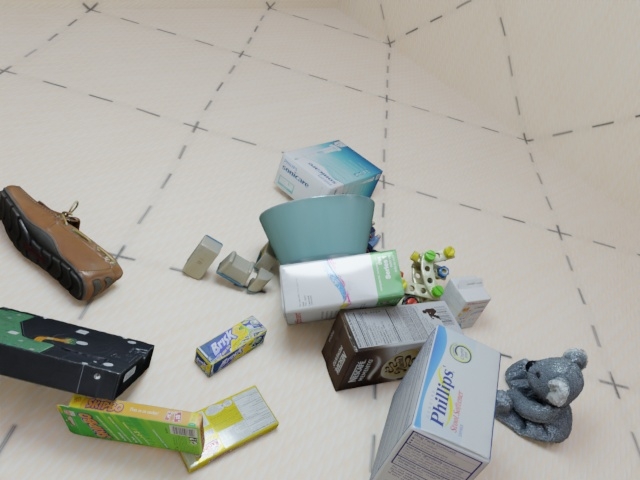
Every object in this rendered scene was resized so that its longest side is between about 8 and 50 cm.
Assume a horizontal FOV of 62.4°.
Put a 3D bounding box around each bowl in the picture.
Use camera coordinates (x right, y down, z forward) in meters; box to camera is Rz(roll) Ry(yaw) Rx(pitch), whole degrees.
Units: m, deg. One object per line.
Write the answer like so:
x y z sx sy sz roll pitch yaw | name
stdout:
0.000 0.000 1.387 0.311 0.311 0.163 -2 77 -23 | bowl

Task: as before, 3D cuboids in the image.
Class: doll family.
0.113 -0.027 1.645 0.193 0.076 0.111 28 36 6 | doll family

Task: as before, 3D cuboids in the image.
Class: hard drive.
-0.524 0.215 1.033 0.339 0.064 0.237 16 0 -4 | hard drive

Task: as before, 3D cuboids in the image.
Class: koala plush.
0.550 0.358 1.267 0.203 0.221 0.196 39 44 22 | koala plush

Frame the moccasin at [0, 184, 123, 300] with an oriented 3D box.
-0.639 -0.013 1.290 0.380 0.139 0.147 32 36 18 | moccasin

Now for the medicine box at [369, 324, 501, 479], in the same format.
0.228 0.372 1.073 0.149 0.289 0.263 24 41 6 | medicine box

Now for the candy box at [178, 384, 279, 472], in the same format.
-0.199 0.385 1.096 0.206 0.027 0.105 -16 54 -34 | candy box

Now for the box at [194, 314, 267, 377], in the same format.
-0.208 0.244 1.231 0.059 0.054 0.169 40 45 23 | box

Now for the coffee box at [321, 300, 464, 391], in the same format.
0.172 0.252 1.282 0.297 0.168 0.119 -3 46 -23 | coffee box

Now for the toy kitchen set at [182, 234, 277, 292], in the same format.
-0.233 0.045 1.425 0.207 0.122 0.166 32 37 -16 | toy kitchen set

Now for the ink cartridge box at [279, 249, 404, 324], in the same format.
0.045 0.119 1.283 0.278 0.201 0.117 -8 73 -3 | ink cartridge box

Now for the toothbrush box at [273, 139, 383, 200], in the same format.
0.029 -0.212 1.759 0.216 0.126 0.295 39 37 22 | toothbrush box

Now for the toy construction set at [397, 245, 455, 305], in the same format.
0.207 0.096 1.476 0.327 0.151 0.215 8 71 5 | toy construction set

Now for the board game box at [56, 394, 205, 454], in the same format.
-0.348 0.344 0.987 0.259 0.124 0.039 8 46 -2 | board game box

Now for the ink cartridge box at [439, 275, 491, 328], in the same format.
0.399 0.169 1.481 0.092 0.143 0.090 -4 45 -25 | ink cartridge box
